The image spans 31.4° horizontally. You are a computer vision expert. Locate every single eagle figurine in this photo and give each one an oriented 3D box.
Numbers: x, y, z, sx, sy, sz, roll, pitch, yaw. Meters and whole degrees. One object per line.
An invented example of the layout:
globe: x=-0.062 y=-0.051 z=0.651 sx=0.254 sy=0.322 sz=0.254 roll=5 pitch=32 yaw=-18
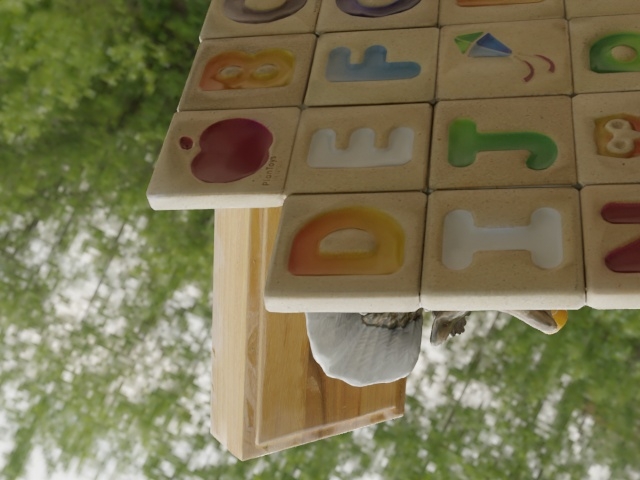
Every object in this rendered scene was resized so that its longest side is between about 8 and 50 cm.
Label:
eagle figurine: x=0.105 y=-0.034 z=0.876 sx=0.225 sy=0.226 sz=0.298 roll=4 pitch=-157 yaw=-2

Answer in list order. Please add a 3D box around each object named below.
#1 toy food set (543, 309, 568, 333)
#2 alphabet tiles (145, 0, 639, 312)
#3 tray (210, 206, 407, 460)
toy food set: x=0.303 y=-0.013 z=1.379 sx=0.104 sy=0.232 sz=0.111 roll=40 pitch=-177 yaw=-18
alphabet tiles: x=0.106 y=-0.077 z=0.490 sx=0.342 sy=0.285 sz=0.011 roll=-1 pitch=134 yaw=11
tray: x=0.000 y=0.000 z=1.125 sx=0.202 sy=0.411 sz=0.076 roll=-10 pitch=-156 yaw=-32
